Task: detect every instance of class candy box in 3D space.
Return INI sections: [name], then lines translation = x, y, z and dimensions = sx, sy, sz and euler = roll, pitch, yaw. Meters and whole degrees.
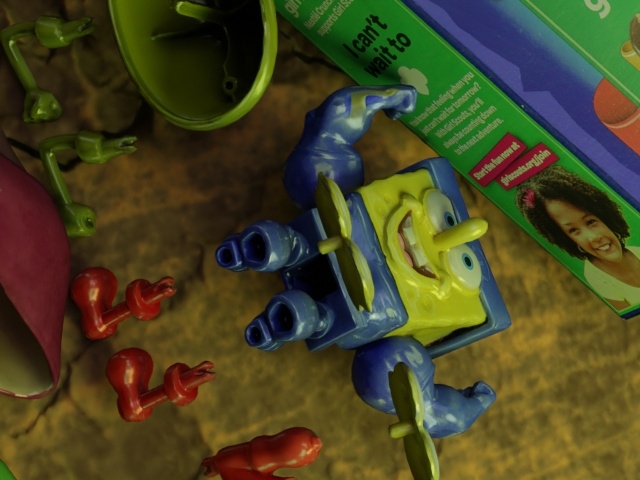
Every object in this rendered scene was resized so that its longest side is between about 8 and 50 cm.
[candy box]
translation = 0.155, -0.158, 0.949
dimensions = 0.317, 0.122, 0.268
euler = 40, 64, -3

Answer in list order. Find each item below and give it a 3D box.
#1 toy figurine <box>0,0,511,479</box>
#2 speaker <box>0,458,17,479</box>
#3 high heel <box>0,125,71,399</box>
[toy figurine]
translation = 0.000, 0.000, 0.892
dimensions = 0.217, 0.191, 0.363
euler = -7, 71, -52
[speaker]
translation = -0.146, 0.212, 0.760
dimensions = 0.131, 0.131, 0.296
euler = -38, 93, -23
[high heel]
translation = -0.215, -0.012, 0.683
dimensions = 0.127, 0.377, 0.181
euler = -24, 82, 20
